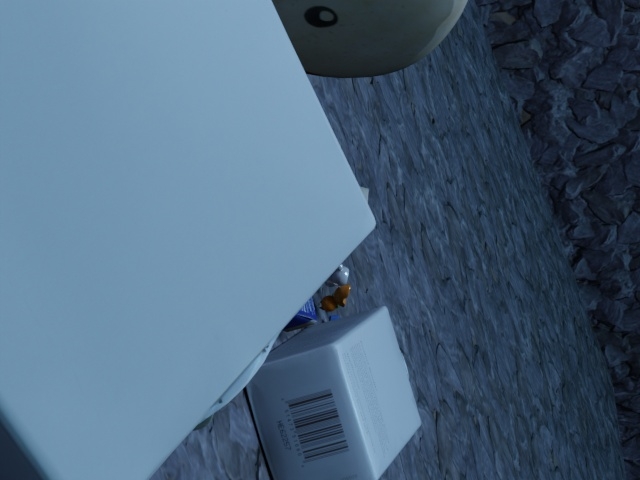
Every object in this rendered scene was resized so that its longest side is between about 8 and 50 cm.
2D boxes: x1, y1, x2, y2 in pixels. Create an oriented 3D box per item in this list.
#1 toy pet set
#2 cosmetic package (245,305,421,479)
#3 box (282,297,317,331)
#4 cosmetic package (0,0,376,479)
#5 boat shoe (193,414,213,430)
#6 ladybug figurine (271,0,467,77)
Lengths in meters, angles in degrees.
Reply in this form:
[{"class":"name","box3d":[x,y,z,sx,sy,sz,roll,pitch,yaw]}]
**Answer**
[{"class":"toy pet set","box3d":[0.000,0.000,1.636,0.122,0.065,0.114,-85,-170,-49]},{"class":"cosmetic package","box3d":[0.015,0.132,1.447,0.231,0.085,0.117,-19,93,-78]},{"class":"box","box3d":[-0.063,-0.006,1.391,0.225,0.036,0.136,31,44,-72]},{"class":"cosmetic package","box3d":[-0.150,-0.086,0.712,0.217,0.156,0.385,-46,132,-27]},{"class":"boat shoe","box3d":[-0.102,0.059,1.148,0.043,0.049,0.137,-67,134,-72]},{"class":"ladybug figurine","box3d":[-0.060,-0.271,1.199,0.449,0.162,0.305,41,-44,48]}]
